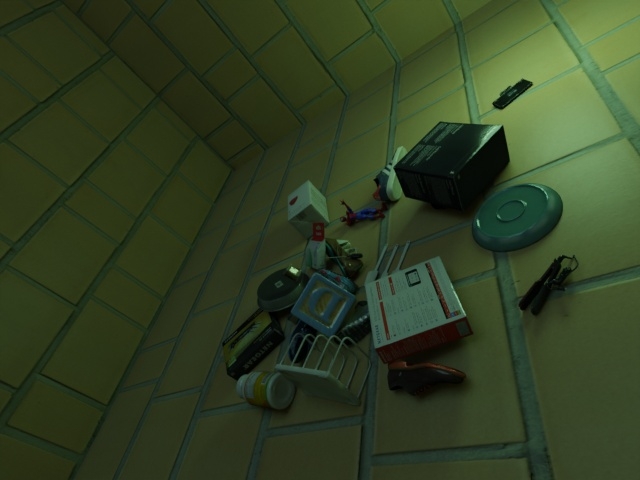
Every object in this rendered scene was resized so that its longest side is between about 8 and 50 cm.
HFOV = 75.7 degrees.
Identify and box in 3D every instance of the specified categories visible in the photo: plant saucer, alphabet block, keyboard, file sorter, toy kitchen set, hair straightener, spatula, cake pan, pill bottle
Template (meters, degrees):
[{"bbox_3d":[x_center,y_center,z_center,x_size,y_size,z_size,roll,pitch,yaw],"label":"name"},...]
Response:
[{"bbox_3d":[0.691,-0.097,1.482,0.317,0.044,0.318,-31,32,22],"label":"plant saucer"},{"bbox_3d":[0.012,0.253,1.648,0.193,0.193,0.197,-57,-3,-6],"label":"alphabet block"},{"bbox_3d":[0.920,-0.711,1.990,0.180,0.023,0.108,-38,36,10],"label":"keyboard"},{"bbox_3d":[0.016,0.452,1.491,0.277,0.193,0.173,-9,41,46],"label":"file sorter"},{"bbox_3d":[-0.133,0.246,1.924,0.207,0.166,0.122,-62,1,-35],"label":"toy kitchen set"},{"bbox_3d":[0.688,0.129,1.208,0.230,0.047,0.089,-45,29,-9],"label":"hair straightener"},{"bbox_3d":[0.289,0.099,1.763,0.168,0.019,0.242,-9,45,47],"label":"spatula"},{"bbox_3d":[-0.196,0.237,2.077,0.292,0.054,0.293,-18,30,11],"label":"cake pan"},{"bbox_3d":[-0.231,0.600,1.666,0.245,0.136,0.137,-14,42,43],"label":"pill bottle"}]

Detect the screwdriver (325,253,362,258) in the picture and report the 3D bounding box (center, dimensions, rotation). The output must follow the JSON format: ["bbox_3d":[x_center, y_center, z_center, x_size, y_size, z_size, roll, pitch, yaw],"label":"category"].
[{"bbox_3d":[0.104,0.070,1.838,0.169,0.025,0.024,-1,37,1],"label":"screwdriver"}]

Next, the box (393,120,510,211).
[{"bbox_3d":[0.545,-0.321,1.719,0.343,0.179,0.312,-44,36,-17],"label":"box"}]

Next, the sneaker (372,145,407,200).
[{"bbox_3d":[0.355,-0.345,2.125,0.148,0.131,0.350,-9,45,40],"label":"sneaker"}]

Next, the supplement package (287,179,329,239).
[{"bbox_3d":[-0.076,-0.185,2.423,0.177,0.175,0.293,-35,30,18],"label":"supplement package"}]

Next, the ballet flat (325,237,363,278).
[{"bbox_3d":[0.108,0.061,1.966,0.124,0.116,0.342,-26,28,-9],"label":"ballet flat"}]

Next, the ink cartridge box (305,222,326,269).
[{"bbox_3d":[-0.027,0.025,2.056,0.056,0.225,0.181,-5,4,-20],"label":"ink cartridge box"}]

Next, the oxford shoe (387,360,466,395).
[{"bbox_3d":[0.320,0.427,1.258,0.271,0.096,0.099,-17,56,50],"label":"oxford shoe"}]

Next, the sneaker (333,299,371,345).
[{"bbox_3d":[0.143,0.315,1.626,0.228,0.086,0.132,-33,25,1],"label":"sneaker"}]

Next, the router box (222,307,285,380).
[{"bbox_3d":[-0.331,0.486,1.992,0.309,0.081,0.243,-44,29,2],"label":"router box"}]

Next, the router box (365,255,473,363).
[{"bbox_3d":[0.318,0.226,1.411,0.300,0.082,0.336,-23,29,14],"label":"router box"}]

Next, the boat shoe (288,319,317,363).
[{"bbox_3d":[-0.063,0.394,1.749,0.088,0.109,0.259,-15,43,36],"label":"boat shoe"}]

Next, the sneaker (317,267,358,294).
[{"bbox_3d":[0.045,0.206,1.851,0.125,0.104,0.261,-56,31,-15],"label":"sneaker"}]

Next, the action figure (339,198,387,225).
[{"bbox_3d":[0.187,-0.153,2.099,0.280,0.139,0.092,-15,39,45],"label":"action figure"}]

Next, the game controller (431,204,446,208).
[{"bbox_3d":[0.559,-0.261,1.830,0.166,0.067,0.319,-28,34,28],"label":"game controller"}]
